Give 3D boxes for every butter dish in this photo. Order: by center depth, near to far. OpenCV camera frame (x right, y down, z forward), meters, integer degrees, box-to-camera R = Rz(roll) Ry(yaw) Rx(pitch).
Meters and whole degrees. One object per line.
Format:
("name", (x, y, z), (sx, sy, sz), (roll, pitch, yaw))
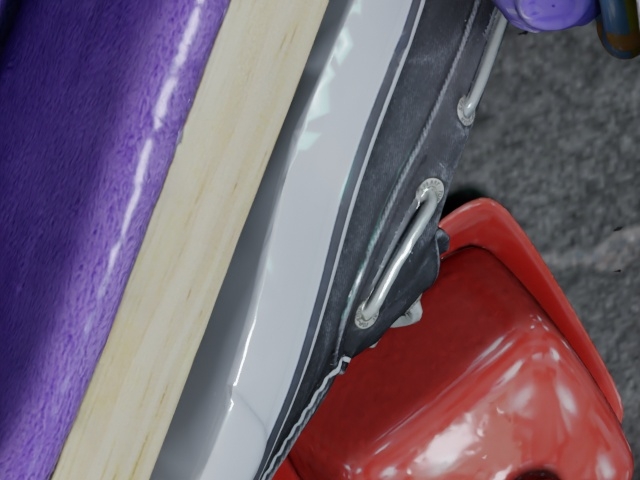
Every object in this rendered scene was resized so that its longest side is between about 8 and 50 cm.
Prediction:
("butter dish", (0.067, 0.092, 0.718), (0.160, 0.118, 0.160), (-39, 122, -8))

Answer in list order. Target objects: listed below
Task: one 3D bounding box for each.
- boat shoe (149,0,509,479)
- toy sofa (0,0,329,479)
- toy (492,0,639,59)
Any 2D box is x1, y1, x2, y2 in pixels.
("boat shoe", (0.000, 0.000, 0.659), (0.102, 0.108, 0.301), (18, 93, -32))
("toy sofa", (-0.090, -0.070, 0.556), (0.177, 0.150, 0.362), (14, 104, -31))
("toy", (0.073, -0.123, 0.579), (0.056, 0.237, 0.137), (-12, 131, 13))
